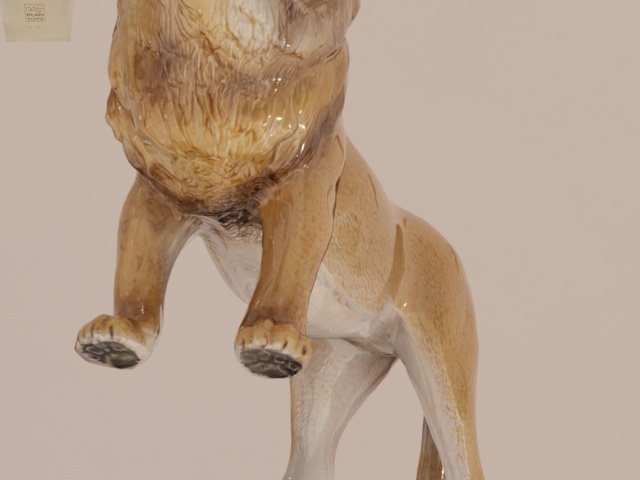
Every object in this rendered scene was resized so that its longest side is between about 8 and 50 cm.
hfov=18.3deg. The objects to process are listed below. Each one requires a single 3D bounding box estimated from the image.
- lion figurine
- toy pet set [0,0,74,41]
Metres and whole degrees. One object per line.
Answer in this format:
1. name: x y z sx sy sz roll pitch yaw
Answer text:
1. lion figurine: 0.000 0.000 0.962 0.142 0.240 0.392 -1 -35 18
2. toy pet set: -0.174 -0.172 1.160 0.122 0.114 0.065 -2 -50 -2
